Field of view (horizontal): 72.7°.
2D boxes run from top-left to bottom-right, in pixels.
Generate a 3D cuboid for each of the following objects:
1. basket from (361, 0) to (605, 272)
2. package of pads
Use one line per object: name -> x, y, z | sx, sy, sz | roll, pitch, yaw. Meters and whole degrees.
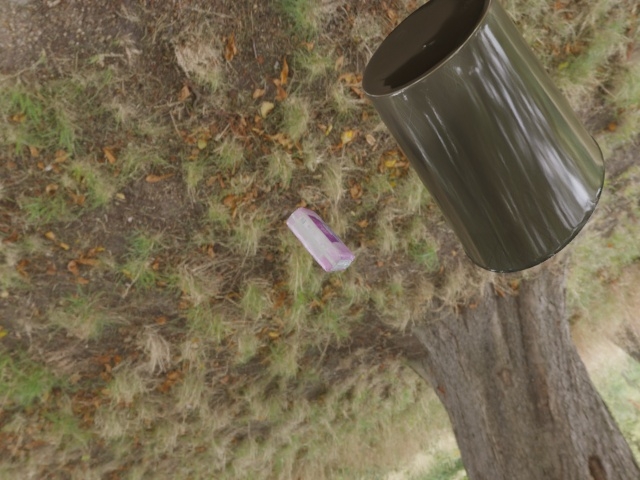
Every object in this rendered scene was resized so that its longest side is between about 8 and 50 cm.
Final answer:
basket -> 0.158, -0.110, 0.431 | 0.227, 0.204, 0.154 | 38, 157, -32
package of pads -> 0.000, 0.000, 0.519 | 0.032, 0.083, 0.050 | -45, 162, 12
